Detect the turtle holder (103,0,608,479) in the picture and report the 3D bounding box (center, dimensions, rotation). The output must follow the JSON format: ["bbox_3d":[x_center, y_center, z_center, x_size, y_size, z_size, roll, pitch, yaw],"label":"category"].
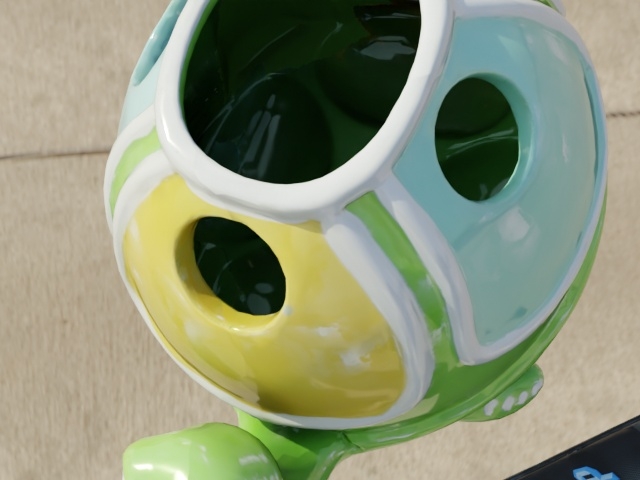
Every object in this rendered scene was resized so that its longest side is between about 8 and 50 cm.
[{"bbox_3d":[-0.008,-0.016,0.667,0.320,0.227,0.243,-43,68,-4],"label":"turtle holder"}]

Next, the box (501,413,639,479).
[{"bbox_3d":[0.220,0.204,0.863,0.175,0.051,0.220,-21,35,-19],"label":"box"}]
